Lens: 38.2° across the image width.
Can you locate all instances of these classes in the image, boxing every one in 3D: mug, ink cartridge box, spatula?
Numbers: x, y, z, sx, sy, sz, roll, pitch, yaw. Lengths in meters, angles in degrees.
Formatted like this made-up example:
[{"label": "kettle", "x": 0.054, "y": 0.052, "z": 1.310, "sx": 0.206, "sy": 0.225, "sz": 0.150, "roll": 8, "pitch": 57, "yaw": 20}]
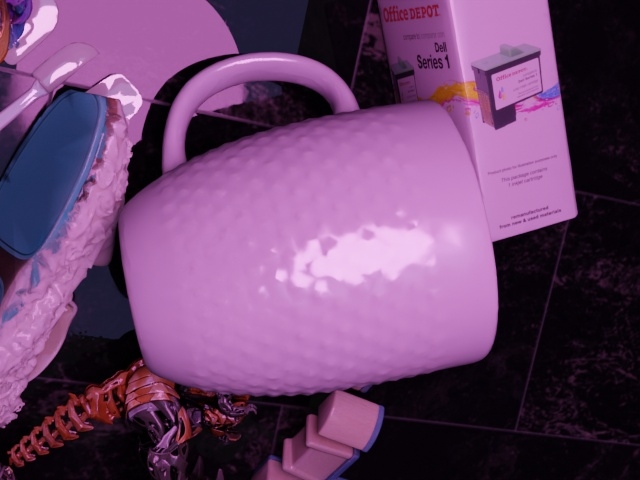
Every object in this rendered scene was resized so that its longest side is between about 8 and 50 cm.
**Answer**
[{"label": "mug", "x": -0.035, "y": -0.024, "z": 0.948, "sx": 0.328, "sy": 0.276, "sz": 0.373, "roll": -11, "pitch": 73, "yaw": -7}, {"label": "ink cartridge box", "x": 0.170, "y": -0.159, "z": 1.033, "sx": 0.117, "sy": 0.201, "sz": 0.278, "roll": -15, "pitch": 104, "yaw": -14}, {"label": "spatula", "x": -0.330, "y": -0.130, "z": 0.981, "sx": 0.242, "sy": 0.019, "sz": 0.168, "roll": -42, "pitch": 110, "yaw": -6}]

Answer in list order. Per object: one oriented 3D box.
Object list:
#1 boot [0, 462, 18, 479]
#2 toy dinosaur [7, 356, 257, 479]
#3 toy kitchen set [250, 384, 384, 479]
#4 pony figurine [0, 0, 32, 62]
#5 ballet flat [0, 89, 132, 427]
[{"label": "boot", "x": -0.294, "y": 0.307, "z": 0.973, "sx": 0.229, "sy": 0.263, "sz": 0.091, "roll": 55, "pitch": 44, "yaw": -24}, {"label": "toy dinosaur", "x": -0.174, "y": 0.202, "z": 1.051, "sx": 0.322, "sy": 0.164, "sz": 0.218, "roll": -13, "pitch": 89, "yaw": 4}, {"label": "toy kitchen set", "x": 0.018, "y": 0.221, "z": 1.136, "sx": 0.122, "sy": 0.166, "sz": 0.207, "roll": 24, "pitch": 129, "yaw": -19}, {"label": "pony figurine", "x": -0.334, "y": -0.330, "z": 0.799, "sx": 0.303, "sy": 0.363, "sz": 0.350, "roll": -4, "pitch": 84, "yaw": -9}, {"label": "ballet flat", "x": -0.300, "y": 0.032, "z": 0.975, "sx": 0.147, "sy": 0.147, "sz": 0.408, "roll": 30, "pitch": 96, "yaw": -20}]
